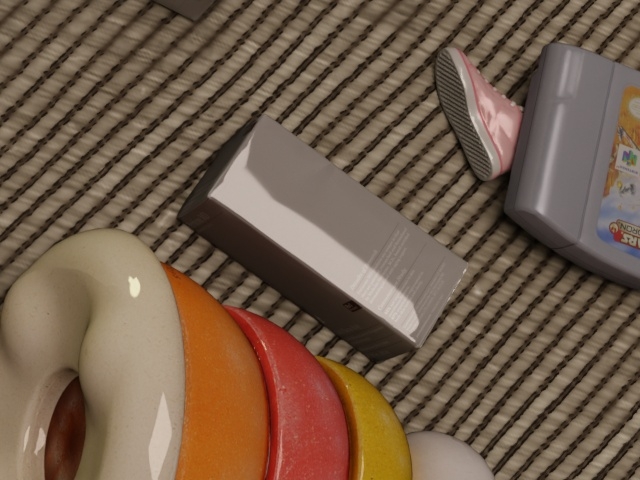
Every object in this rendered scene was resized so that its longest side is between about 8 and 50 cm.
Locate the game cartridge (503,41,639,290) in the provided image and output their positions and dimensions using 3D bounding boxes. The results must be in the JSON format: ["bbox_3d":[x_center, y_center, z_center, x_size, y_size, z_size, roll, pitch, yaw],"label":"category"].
[{"bbox_3d":[0.322,-0.052,1.901,0.297,0.062,0.198,18,72,-24],"label":"game cartridge"}]

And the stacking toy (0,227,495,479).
[{"bbox_3d":[-0.039,0.200,1.674,0.480,0.350,0.350,14,77,-31],"label":"stacking toy"}]

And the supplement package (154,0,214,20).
[{"bbox_3d":[-0.178,-0.322,1.764,0.244,0.139,0.134,26,74,-12],"label":"supplement package"}]

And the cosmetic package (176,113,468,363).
[{"bbox_3d":[0.000,0.000,1.778,0.238,0.127,0.107,33,73,-8],"label":"cosmetic package"}]

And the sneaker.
[{"bbox_3d":[0.162,-0.128,1.890,0.070,0.051,0.134,-21,87,-26],"label":"sneaker"}]
